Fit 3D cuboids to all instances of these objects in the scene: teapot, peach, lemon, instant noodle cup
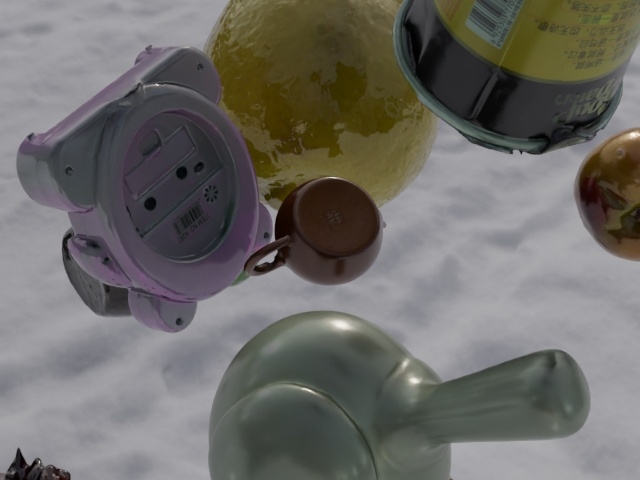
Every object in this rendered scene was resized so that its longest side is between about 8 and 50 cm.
[{"bbox_3d":[0.000,0.000,0.953,0.173,0.116,0.116,-21,46,-23],"label":"teapot"},{"bbox_3d":[0.326,-0.050,0.968,0.138,0.138,0.138,2,41,-2],"label":"peach"},{"bbox_3d":[-0.001,-0.193,1.215,0.348,0.348,0.348,2,41,-2],"label":"lemon"},{"bbox_3d":[0.180,-0.216,0.731,0.215,0.236,0.216,4,61,-7],"label":"instant noodle cup"},{"bbox_3d":[0.033,0.132,0.721,0.220,0.318,0.149,41,28,8],"label":"teapot"}]

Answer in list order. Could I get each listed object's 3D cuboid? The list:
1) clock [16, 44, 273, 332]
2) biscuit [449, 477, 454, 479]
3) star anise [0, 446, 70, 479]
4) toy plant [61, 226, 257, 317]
[{"bbox_3d":[-0.160,-0.049,0.957,0.090,0.248,0.227,8,43,44],"label":"clock"},{"bbox_3d":[0.086,0.272,0.894,0.082,0.168,0.070,-38,55,-26],"label":"biscuit"},{"bbox_3d":[-0.205,0.194,0.600,0.140,0.158,0.144,56,29,14],"label":"star anise"},{"bbox_3d":[-0.194,0.000,1.171,0.235,0.175,0.218,-20,41,-34],"label":"toy plant"}]
